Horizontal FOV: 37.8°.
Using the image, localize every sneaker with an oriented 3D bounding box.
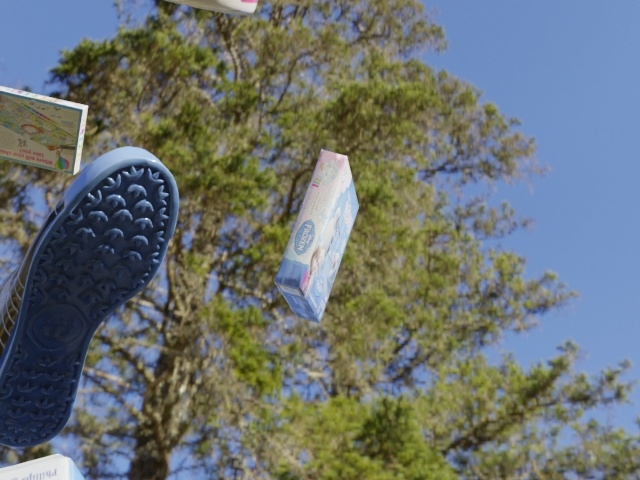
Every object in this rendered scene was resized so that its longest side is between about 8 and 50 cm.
[{"bbox_3d":[-0.173,0.026,0.626,0.081,0.090,0.232,19,-67,-34],"label":"sneaker"}]

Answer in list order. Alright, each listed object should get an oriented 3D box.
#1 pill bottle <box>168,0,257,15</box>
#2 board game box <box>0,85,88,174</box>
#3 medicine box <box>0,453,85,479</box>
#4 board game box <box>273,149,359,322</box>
[{"bbox_3d":[-0.128,-0.428,1.125,0.161,0.160,0.283,13,-74,-5],"label":"pill bottle"},{"bbox_3d":[-0.429,-0.165,1.382,0.154,0.026,0.103,13,-72,-2],"label":"board game box"},{"bbox_3d":[-0.160,0.318,0.504,0.149,0.289,0.263,-15,-47,-4],"label":"medicine box"},{"bbox_3d":[0.000,0.000,0.606,0.020,0.090,0.090,15,-15,12],"label":"board game box"}]
